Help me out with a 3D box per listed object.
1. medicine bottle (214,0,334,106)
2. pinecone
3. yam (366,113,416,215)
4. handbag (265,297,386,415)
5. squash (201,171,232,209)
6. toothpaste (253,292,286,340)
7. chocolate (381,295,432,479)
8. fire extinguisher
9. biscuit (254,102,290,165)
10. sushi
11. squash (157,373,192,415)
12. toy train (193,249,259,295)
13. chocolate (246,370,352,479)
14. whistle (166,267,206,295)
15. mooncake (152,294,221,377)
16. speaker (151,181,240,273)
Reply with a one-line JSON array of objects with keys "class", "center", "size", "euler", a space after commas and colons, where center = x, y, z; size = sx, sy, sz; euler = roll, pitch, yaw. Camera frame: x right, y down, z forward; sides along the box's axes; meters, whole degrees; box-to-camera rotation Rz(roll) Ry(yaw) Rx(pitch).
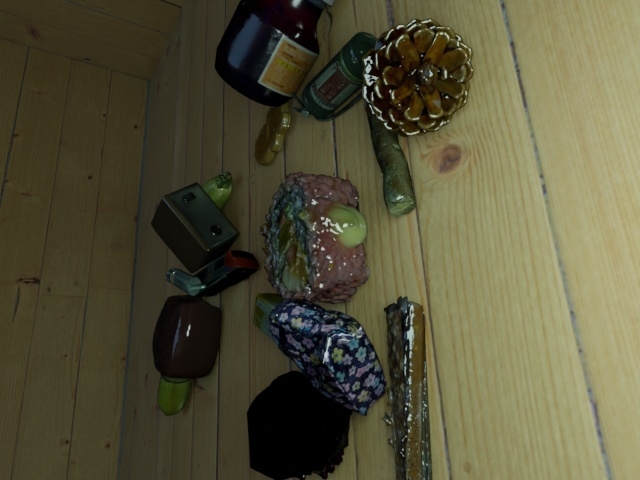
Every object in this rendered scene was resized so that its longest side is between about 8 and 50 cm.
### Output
[{"class": "medicine bottle", "center": [-0.084, -0.555, 1.264], "size": [0.395, 0.242, 0.243], "euler": [-52, 40, 25]}, {"class": "pinecone", "center": [0.161, -0.265, 0.819], "size": [0.212, 0.168, 0.186], "euler": [-153, 60, -72]}, {"class": "yam", "center": [0.129, -0.166, 0.953], "size": [0.061, 0.061, 0.253], "euler": [-44, 46, 46]}, {"class": "handbag", "center": [0.011, 0.196, 0.905], "size": [0.127, 0.229, 0.207], "euler": [-45, 43, -17]}, {"class": "squash", "center": [-0.369, -0.154, 1.782], "size": [0.287, 0.137, 0.137], "euler": [-34, 52, 34]}, {"class": "toothpaste", "center": [-0.070, 0.204, 1.189], "size": [0.312, 0.070, 0.089], "euler": [19, 103, 59]}, {"class": "chocolate", "center": [0.143, 0.259, 0.815], "size": [0.102, 0.065, 0.330], "euler": [131, 142, -71]}, {"class": "fire extinguisher", "center": [0.026, -0.347, 1.148], "size": [0.294, 0.118, 0.093], "euler": [-27, 24, 55]}, {"class": "biscuit", "center": [-0.141, -0.308, 1.480], "size": [0.226, 0.036, 0.166], "euler": [-54, 39, 43]}, {"class": "sushi", "center": [0.000, 0.000, 1.023], "size": [0.236, 0.170, 0.270], "euler": [-36, 55, 51]}, {"class": "squash", "center": [-0.538, 0.561, 1.848], "size": [0.123, 0.122, 0.187], "euler": [38, 118, 57]}, {"class": "toy train", "center": [-0.311, 0.102, 1.609], "size": [0.409, 0.086, 0.089], "euler": [-30, 56, 54]}, {"class": "chocolate", "center": [-0.016, 0.394, 1.009], "size": [0.224, 0.206, 0.177], "euler": [-108, -6, -53]}, {"class": "whistle", "center": [-0.460, 0.139, 1.706], "size": [0.312, 0.062, 0.062], "euler": [7, 89, 60]}, {"class": "mooncake", "center": [-0.465, 0.321, 1.734], "size": [0.334, 0.174, 0.326], "euler": [-64, 31, 28]}, {"class": "speaker", "center": [-0.412, -0.039, 1.658], "size": [0.231, 0.153, 0.192], "euler": [50, 134, 6]}]
